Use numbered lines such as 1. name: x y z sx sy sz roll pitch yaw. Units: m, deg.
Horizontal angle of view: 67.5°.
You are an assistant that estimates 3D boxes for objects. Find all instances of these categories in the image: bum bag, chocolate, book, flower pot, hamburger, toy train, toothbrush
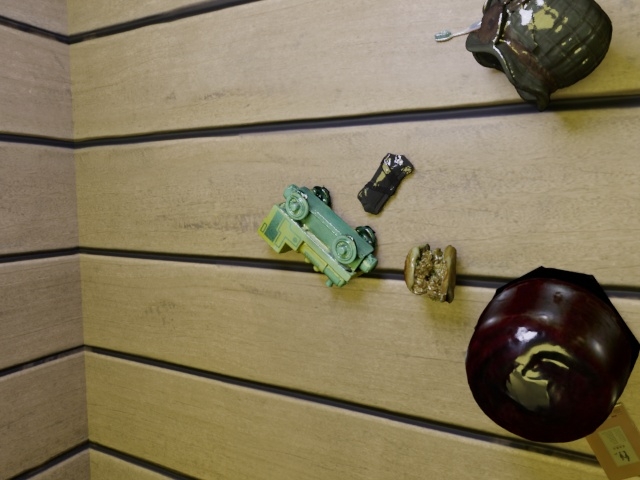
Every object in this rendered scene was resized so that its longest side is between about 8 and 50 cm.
1. bum bag: 0.183 -0.166 1.387 0.087 0.049 0.198 34 111 -4
2. chocolate: 0.512 0.269 1.096 0.383 0.331 0.383 2 93 29
3. book: 0.726 0.497 1.178 0.118 0.012 0.172 -31 80 27
4. flower pot: 0.470 -0.458 1.074 0.302 0.302 0.213 47 115 16
5. hamburger: 0.299 0.092 1.296 0.131 0.159 0.185 2 123 24
6. toy train: 0.000 0.000 1.450 0.369 0.150 0.237 44 121 18
7. toothbrush: 0.425 -0.559 1.231 0.269 0.027 0.021 -7 79 27
